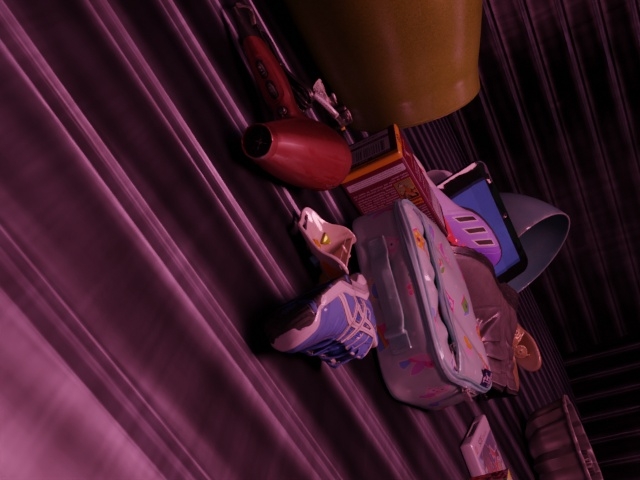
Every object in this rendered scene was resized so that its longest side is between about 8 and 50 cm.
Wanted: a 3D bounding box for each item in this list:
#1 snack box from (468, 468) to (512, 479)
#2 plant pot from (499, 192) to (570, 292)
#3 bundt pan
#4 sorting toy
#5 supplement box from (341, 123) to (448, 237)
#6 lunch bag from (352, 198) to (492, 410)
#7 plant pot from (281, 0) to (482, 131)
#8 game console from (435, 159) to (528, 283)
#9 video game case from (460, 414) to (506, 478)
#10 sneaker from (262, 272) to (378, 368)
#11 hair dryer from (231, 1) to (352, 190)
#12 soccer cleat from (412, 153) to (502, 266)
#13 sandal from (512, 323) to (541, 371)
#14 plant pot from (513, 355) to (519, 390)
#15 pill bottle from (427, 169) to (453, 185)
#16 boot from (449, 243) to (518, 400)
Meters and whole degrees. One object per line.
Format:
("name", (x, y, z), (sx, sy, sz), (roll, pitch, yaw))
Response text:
("snack box", (0.248, 0.433, 0.872), (0.174, 0.070, 0.207), (68, 20, 1))
("plant pot", (0.457, -0.010, 1.680), (0.195, 0.290, 0.290), (47, 6, 34))
("bundt pan", (0.587, 0.543, 1.568), (0.331, 0.124, 0.330), (54, 23, -36))
("sorting toy", (0.000, 0.000, 0.748), (0.075, 0.045, 0.083), (53, 23, -17))
("supplement box", (0.114, -0.073, 1.029), (0.188, 0.104, 0.080), (53, 24, -35))
("lunch bag", (0.141, 0.092, 0.910), (0.224, 0.108, 0.279), (37, 35, -56))
("plant pot", (0.108, -0.380, 1.067), (0.366, 0.367, 0.353), (-76, 151, -60))
("game console", (0.321, 0.018, 1.376), (0.293, 0.173, 0.250), (60, 20, -17))
("video game case", (0.290, 0.407, 1.084), (0.183, 0.023, 0.201), (-2, 70, -69))
("sneaker", (0.015, 0.081, 0.631), (0.081, 0.080, 0.211), (66, 20, 7))
("hair dryer", (-0.050, -0.152, 0.776), (0.223, 0.080, 0.293), (40, 23, -22))
("soccer cleat", (0.207, -0.032, 1.180), (0.318, 0.109, 0.116), (42, 33, -19))
("sandal", (0.515, 0.255, 1.813), (0.079, 0.088, 0.240), (7, 49, -32))
("plant pot", (0.432, 0.252, 1.599), (0.236, 0.032, 0.236), (50, 31, -45))
("pill bottle", (0.292, -0.114, 1.565), (0.169, 0.094, 0.094), (22, 48, -64))
("boot", (0.274, 0.157, 1.188), (0.338, 0.118, 0.222), (30, 56, -37))
